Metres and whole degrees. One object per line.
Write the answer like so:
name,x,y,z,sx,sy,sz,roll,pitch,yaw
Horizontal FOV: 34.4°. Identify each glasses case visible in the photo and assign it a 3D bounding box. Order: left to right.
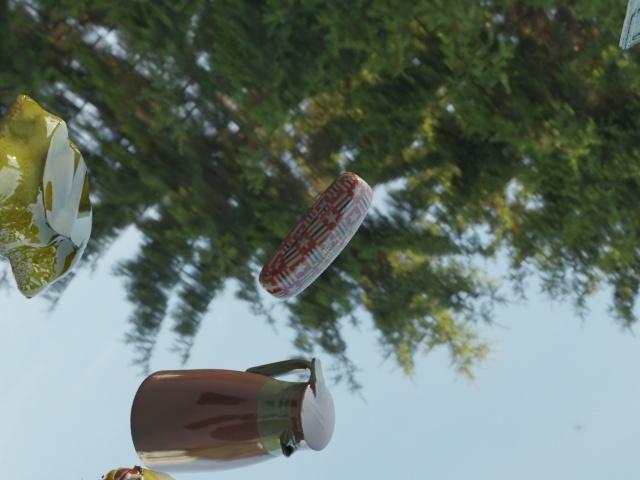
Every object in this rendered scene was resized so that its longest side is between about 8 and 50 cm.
glasses case,0.000,0.000,1.360,0.194,0.073,0.049,-51,-129,2

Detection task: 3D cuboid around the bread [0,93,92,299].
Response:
bread,-0.330,-0.048,1.223,0.088,0.233,0.160,0,-127,11

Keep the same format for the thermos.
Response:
thermos,-0.105,0.232,1.404,0.265,0.146,0.176,-9,-146,29

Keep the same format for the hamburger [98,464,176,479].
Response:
hamburger,-0.207,0.356,1.156,0.173,0.116,0.210,-43,-127,49

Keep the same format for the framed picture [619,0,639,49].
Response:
framed picture,0.361,-0.270,0.953,0.173,0.231,0.010,-30,-109,3
